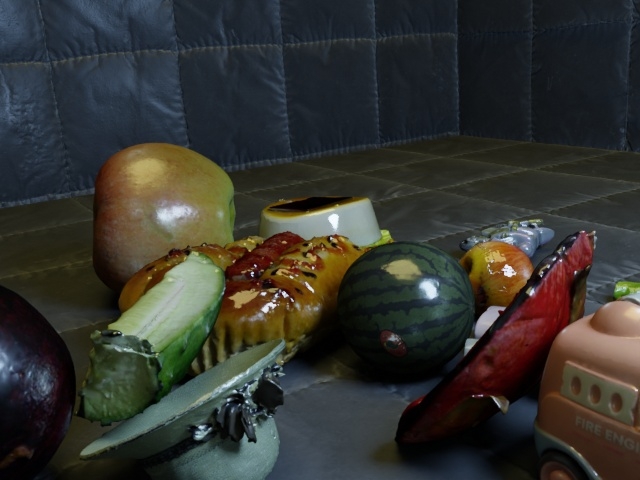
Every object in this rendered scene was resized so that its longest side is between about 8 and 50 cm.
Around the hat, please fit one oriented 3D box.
[{"bbox_3d":[-0.122,0.226,0.799,0.257,0.130,0.257,-29,0,0],"label":"hat"}]

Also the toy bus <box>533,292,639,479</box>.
[{"bbox_3d":[0.363,0.174,0.721,0.194,0.232,0.287,-11,15,-34],"label":"toy bus"}]

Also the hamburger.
[{"bbox_3d":[0.000,0.000,1.554,0.294,0.179,0.276,4,14,39],"label":"hamburger"}]

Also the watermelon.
[{"bbox_3d":[0.127,0.101,1.086,0.212,0.212,0.212,-4,15,1],"label":"watermelon"}]

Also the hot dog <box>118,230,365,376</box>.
[{"bbox_3d":[-0.139,0.096,1.224,0.367,0.196,0.365,4,21,38],"label":"hot dog"}]

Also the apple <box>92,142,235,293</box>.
[{"bbox_3d":[-0.324,-0.031,1.505,0.305,0.338,0.338,3,12,-19],"label":"apple"}]

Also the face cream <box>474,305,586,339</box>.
[{"bbox_3d":[0.379,0.150,1.090,0.269,0.073,0.107,6,15,33],"label":"face cream"}]

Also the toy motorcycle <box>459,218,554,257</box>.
[{"bbox_3d":[0.440,0.002,1.624,0.225,0.073,0.152,-14,19,-27],"label":"toy motorcycle"}]

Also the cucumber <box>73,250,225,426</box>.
[{"bbox_3d":[-0.195,0.116,0.925,0.105,0.145,0.325,21,20,1],"label":"cucumber"}]

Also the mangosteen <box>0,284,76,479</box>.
[{"bbox_3d":[-0.435,0.198,0.775,0.307,0.307,0.347,-3,46,5],"label":"mangosteen"}]

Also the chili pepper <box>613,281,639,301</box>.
[{"bbox_3d":[0.633,0.099,1.274,0.201,0.050,0.052,2,53,16],"label":"chili pepper"}]

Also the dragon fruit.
[{"bbox_3d":[0.238,0.122,0.857,0.100,0.282,0.343,40,66,18],"label":"dragon fruit"}]

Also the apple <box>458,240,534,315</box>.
[{"bbox_3d":[0.307,0.070,1.271,0.146,0.146,0.146,-4,15,1],"label":"apple"}]

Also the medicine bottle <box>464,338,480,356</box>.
[{"bbox_3d":[0.373,0.165,0.961,0.352,0.110,0.110,0,16,25],"label":"medicine bottle"}]
